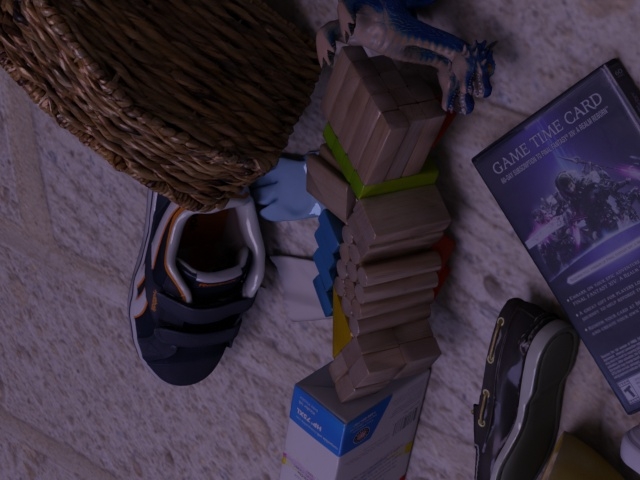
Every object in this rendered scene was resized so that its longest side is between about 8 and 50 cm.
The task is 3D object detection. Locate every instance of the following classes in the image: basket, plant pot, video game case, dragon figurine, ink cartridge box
[{"bbox_3d":[-0.188,-0.157,1.579,0.299,0.213,0.223,38,144,-21],"label":"basket"},{"bbox_3d":[0.245,0.258,1.513,0.095,0.134,0.134,23,133,7],"label":"plant pot"},{"bbox_3d":[0.262,0.003,1.404,0.274,0.026,0.196,59,142,5],"label":"video game case"},{"bbox_3d":[0.057,-0.232,1.443,0.085,0.144,0.289,-52,52,52],"label":"dragon figurine"},{"bbox_3d":[0.029,0.226,1.718,0.078,0.134,0.231,36,135,29],"label":"ink cartridge box"}]

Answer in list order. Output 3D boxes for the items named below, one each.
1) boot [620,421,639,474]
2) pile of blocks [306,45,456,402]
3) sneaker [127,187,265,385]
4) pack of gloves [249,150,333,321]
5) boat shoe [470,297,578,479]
[{"bbox_3d":[0.368,0.161,1.343,0.258,0.095,0.123,16,109,42],"label":"boot"},{"bbox_3d":[0.067,-0.017,1.560,0.149,0.112,0.362,44,138,50],"label":"pile of blocks"},{"bbox_3d":[-0.138,0.052,1.795,0.127,0.126,0.321,50,144,47],"label":"sneaker"},{"bbox_3d":[0.000,0.000,1.686,0.232,0.046,0.195,-5,109,50],"label":"pack of gloves"},{"bbox_3d":[0.184,0.158,1.548,0.068,0.081,0.228,36,128,34],"label":"boat shoe"}]
